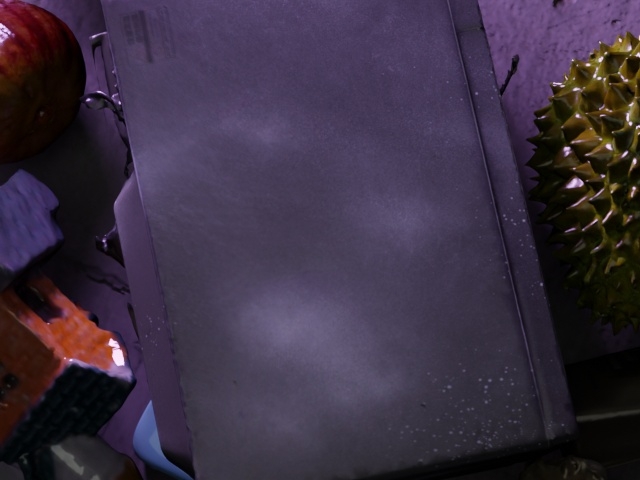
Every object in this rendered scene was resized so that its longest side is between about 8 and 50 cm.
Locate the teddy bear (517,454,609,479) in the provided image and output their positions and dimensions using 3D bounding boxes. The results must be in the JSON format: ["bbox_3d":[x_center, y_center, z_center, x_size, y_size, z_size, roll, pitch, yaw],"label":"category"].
[{"bbox_3d":[0.227,0.334,1.669,0.256,0.156,0.267,24,120,-13],"label":"teddy bear"}]

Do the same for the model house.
[{"bbox_3d":[-0.250,0.135,1.745,0.301,0.190,0.271,42,111,2],"label":"model house"}]

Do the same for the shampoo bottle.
[{"bbox_3d":[0.371,0.115,1.707,0.350,0.125,0.084,-13,112,-2],"label":"shampoo bottle"}]

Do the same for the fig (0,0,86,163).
[{"bbox_3d":[-0.292,-0.161,1.825,0.149,0.148,0.202,9,46,-24],"label":"fig"}]

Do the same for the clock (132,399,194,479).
[{"bbox_3d":[-0.096,0.150,1.802,0.108,0.045,0.147,25,86,9],"label":"clock"}]

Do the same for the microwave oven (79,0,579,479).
[{"bbox_3d":[0.000,0.000,1.684,0.374,0.236,0.432,-11,80,-5],"label":"microwave oven"}]

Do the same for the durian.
[{"bbox_3d":[0.302,-0.057,1.670,0.291,0.224,0.291,1,77,-4],"label":"durian"}]
